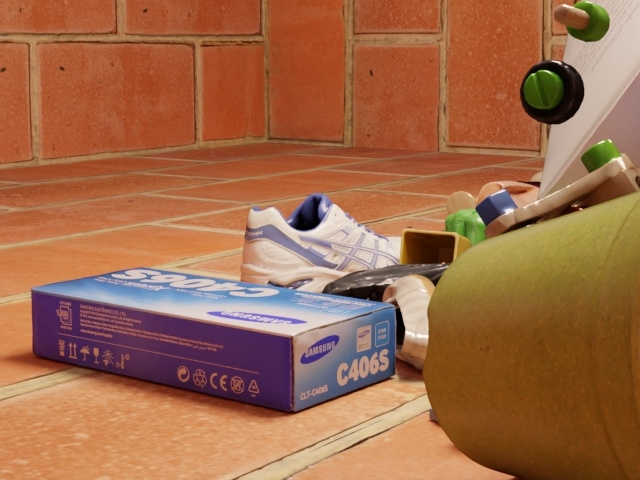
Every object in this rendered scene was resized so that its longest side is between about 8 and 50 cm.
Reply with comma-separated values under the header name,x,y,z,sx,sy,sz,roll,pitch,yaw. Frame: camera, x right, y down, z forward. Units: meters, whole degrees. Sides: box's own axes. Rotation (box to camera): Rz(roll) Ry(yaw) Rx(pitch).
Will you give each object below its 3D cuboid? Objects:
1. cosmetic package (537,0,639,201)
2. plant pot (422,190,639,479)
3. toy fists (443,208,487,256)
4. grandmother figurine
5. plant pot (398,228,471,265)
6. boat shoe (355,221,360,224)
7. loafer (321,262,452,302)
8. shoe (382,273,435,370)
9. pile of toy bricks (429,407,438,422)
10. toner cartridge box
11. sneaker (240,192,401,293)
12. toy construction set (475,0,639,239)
name,x,y,z,sx,sy,sz,roll,pitch,yaw
cosmetic package,0.517,-0.218,1.679,0.329,0.327,0.393,21,52,-6
plant pot,0.215,0.077,0.881,0.276,0.276,0.254,-6,-1,-35
toy fists,0.267,0.013,1.728,0.142,0.096,0.279,13,3,-26
grandmother figurine,0.365,-0.073,2.287,0.208,0.104,0.342,15,17,28
plant pot,0.156,0.031,1.673,0.081,0.081,0.083,5,-2,32
boat shoe,0.000,0.002,1.976,0.133,0.049,0.042,-9,-17,-14
loafer,0.112,0.058,1.485,0.223,0.076,0.078,-4,17,-3
shoe,0.090,0.081,1.334,0.058,0.076,0.219,3,10,-11
pile of toy bricks,0.187,0.100,1.116,0.212,0.105,0.118,-5,10,-28
toner cartridge box,-0.113,0.090,1.283,0.348,0.075,0.165,7,12,36
sneaker,0.028,0.003,1.675,0.296,0.131,0.112,-6,9,-42
toy construction set,0.330,-0.030,1.187,0.309,0.257,0.237,38,21,33
